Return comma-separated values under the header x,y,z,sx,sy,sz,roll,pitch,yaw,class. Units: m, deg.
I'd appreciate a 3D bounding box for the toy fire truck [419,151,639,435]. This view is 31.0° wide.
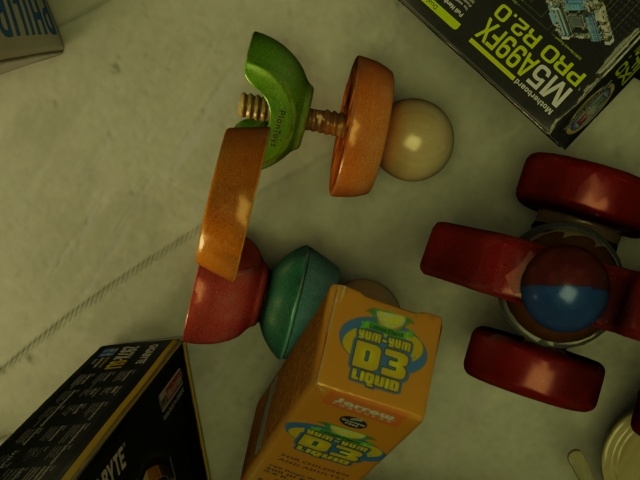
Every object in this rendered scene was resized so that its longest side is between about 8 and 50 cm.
x,y,z,sx,sy,sz,roll,pitch,yaw,class
0.212,0.043,0.733,0.302,0.254,0.169,18,89,10,toy fire truck

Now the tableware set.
x,y,z,sx,sy,sz,roll,pitch,yaw,class
0.275,0.209,0.894,0.128,0.039,0.194,-27,104,-2,tableware set

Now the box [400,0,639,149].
x,y,z,sx,sy,sz,roll,pitch,yaw,class
0.134,-0.229,0.758,0.270,0.060,0.216,46,102,20,box

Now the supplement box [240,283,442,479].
x,y,z,sx,sy,sz,roll,pitch,yaw,class
0.007,0.117,0.803,0.078,0.233,0.080,18,58,-6,supplement box

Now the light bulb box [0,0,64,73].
x,y,z,sx,sy,sz,roll,pitch,yaw,class
-0.419,-0.235,0.771,0.358,0.225,0.361,-17,100,7,light bulb box

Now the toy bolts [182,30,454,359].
x,y,z,sx,sy,sz,roll,pitch,yaw,class
0.000,0.000,0.806,0.159,0.218,0.228,13,120,-4,toy bolts

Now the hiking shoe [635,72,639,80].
x,y,z,sx,sy,sz,roll,pitch,yaw,class
0.311,-0.117,0.787,0.304,0.113,0.132,42,102,-4,hiking shoe

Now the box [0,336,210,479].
x,y,z,sx,sy,sz,roll,pitch,yaw,class
-0.139,0.234,0.789,0.079,0.322,0.257,-6,100,7,box
